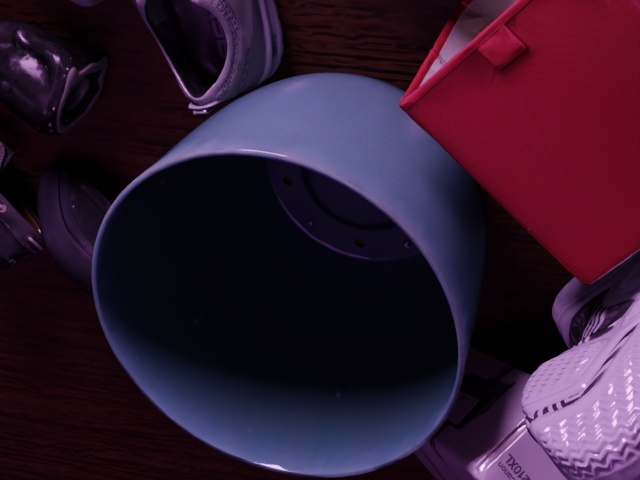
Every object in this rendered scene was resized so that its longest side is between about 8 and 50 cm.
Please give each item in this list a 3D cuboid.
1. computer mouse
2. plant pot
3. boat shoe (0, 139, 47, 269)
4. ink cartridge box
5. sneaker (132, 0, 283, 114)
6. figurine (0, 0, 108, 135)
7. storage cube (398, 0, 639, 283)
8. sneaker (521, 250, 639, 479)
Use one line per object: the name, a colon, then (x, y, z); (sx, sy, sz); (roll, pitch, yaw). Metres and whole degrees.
computer mouse: (-0.161, 0.040, 1.361); (0.262, 0.060, 0.184); (51, 153, -15)
plant pot: (0.000, 0.000, 1.205); (0.293, 0.235, 0.293); (10, 125, 15)
boat shoe: (-0.322, -0.082, 1.390); (0.079, 0.084, 0.233); (-19, 111, 6)
ink cartridge box: (0.168, 0.194, 1.264); (0.100, 0.237, 0.172); (-41, 105, -8)
sneaker: (-0.105, -0.231, 1.170); (0.105, 0.115, 0.281); (-10, 117, 27)
figurine: (-0.275, -0.224, 1.267); (0.209, 0.092, 0.215); (28, 127, 8)
storage cube: (0.205, -0.124, 1.074); (0.193, 0.184, 0.215); (43, 126, -10)
sneaker: (0.264, 0.132, 1.097); (0.137, 0.366, 0.210); (-36, 96, 19)
